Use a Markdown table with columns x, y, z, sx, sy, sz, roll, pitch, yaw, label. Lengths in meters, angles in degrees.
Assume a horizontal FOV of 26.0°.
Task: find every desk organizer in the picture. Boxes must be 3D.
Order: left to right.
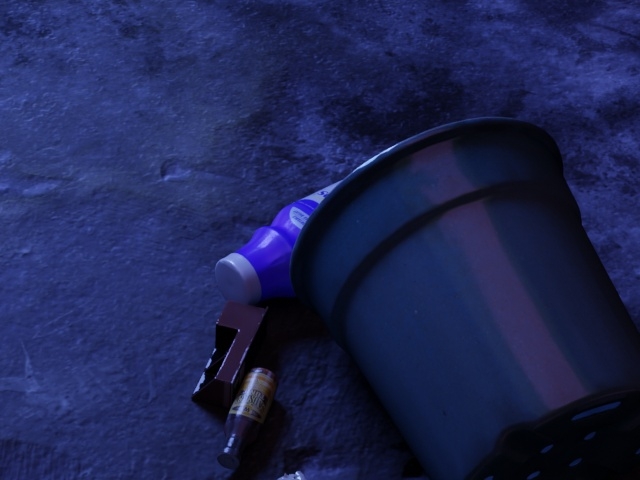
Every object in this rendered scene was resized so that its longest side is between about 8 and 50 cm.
| x | y | z | sx | sy | sz | roll | pitch | yaw | label |
| --- | --- | --- | --- | --- | --- | --- | --- | --- | --- |
| -0.104 | 0.129 | 1.591 | 0.050 | 0.047 | 0.130 | 14 | 42 | 9 | desk organizer |

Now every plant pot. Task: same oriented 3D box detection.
| x | y | z | sx | sy | sz | roll | pitch | yaw | label |
| --- | --- | --- | --- | --- | --- | --- | --- | --- | --- |
| 0.184 | 0.103 | 1.479 | 0.341 | 0.341 | 0.334 | -12 | 53 | -21 | plant pot |

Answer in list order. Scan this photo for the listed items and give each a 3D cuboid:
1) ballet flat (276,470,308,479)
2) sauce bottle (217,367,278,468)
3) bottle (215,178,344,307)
| x | y | z | sx | sy | sz | roll | pitch | yaw | label |
| --- | --- | --- | --- | --- | --- | --- | --- | --- | --- |
| -0.007 | 0.357 | 1.204 | 0.147 | 0.147 | 0.409 | -7 | 26 | -17 | ballet flat |
| -0.081 | 0.196 | 1.524 | 0.042 | 0.042 | 0.128 | 13 | 42 | 6 | sauce bottle |
| 0.000 | 0.000 | 1.716 | 0.282 | 0.092 | 0.118 | -26 | 48 | -32 | bottle |
